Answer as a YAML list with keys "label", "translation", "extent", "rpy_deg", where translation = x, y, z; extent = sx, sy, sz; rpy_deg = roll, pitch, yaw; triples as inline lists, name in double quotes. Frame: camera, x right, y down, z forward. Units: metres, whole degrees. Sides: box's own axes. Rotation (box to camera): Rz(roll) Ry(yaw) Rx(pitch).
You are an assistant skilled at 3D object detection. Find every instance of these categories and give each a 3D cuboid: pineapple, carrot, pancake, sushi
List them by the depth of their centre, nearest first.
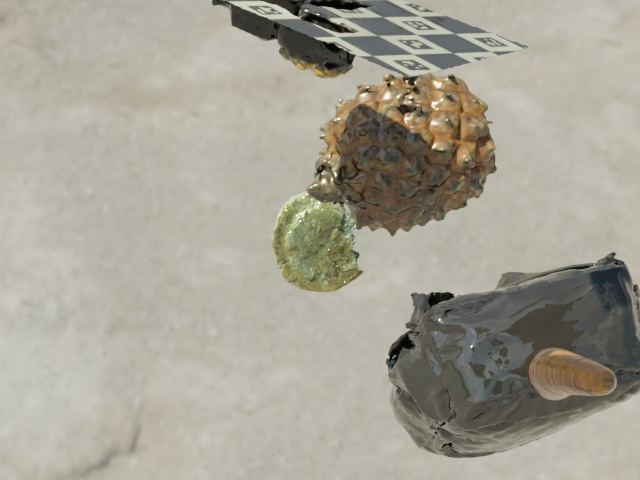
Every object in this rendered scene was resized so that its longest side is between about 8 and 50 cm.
- label: "sushi"
  translation: [0.004, -0.170, 1.433]
  extent: [0.279, 0.043, 0.192]
  rpy_deg: [25, 25, 28]
- label: "pineapple"
  translation: [0.071, -0.084, 1.728]
  extent: [0.193, 0.166, 0.166]
  rpy_deg: [-25, 34, -17]
- label: "carrot"
  translation: [0.259, 0.143, 1.880]
  extent: [0.066, 0.062, 0.271]
  rpy_deg: [57, -3, 4]
- label: "pancake"
  translation: [-0.005, 0.001, 2.186]
  extent: [0.116, 0.129, 0.022]
  rpy_deg: [-6, 6, -14]

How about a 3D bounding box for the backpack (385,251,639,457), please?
- label: "backpack"
  translation: [0.249, 0.168, 2.443]
  extent: [0.363, 0.255, 0.446]
  rpy_deg: [-12, -15, -17]
